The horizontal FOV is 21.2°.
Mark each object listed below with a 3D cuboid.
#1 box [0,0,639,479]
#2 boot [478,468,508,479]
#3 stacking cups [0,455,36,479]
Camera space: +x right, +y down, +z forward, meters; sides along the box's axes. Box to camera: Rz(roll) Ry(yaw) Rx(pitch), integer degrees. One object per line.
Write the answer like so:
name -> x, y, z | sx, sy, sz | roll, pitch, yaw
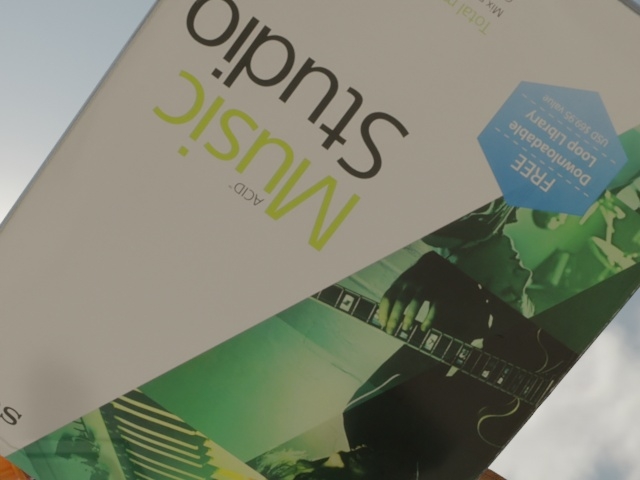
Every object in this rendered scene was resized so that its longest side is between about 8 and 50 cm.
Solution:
box -> 0.000, 0.000, 0.729 | 0.232, 0.058, 0.322 | 35, -73, -7
boot -> -0.033, 0.195, 1.003 | 0.220, 0.109, 0.283 | 27, -72, -5
stacking cups -> -0.159, 0.108, 1.068 | 0.316, 0.096, 0.096 | -18, -53, 2
